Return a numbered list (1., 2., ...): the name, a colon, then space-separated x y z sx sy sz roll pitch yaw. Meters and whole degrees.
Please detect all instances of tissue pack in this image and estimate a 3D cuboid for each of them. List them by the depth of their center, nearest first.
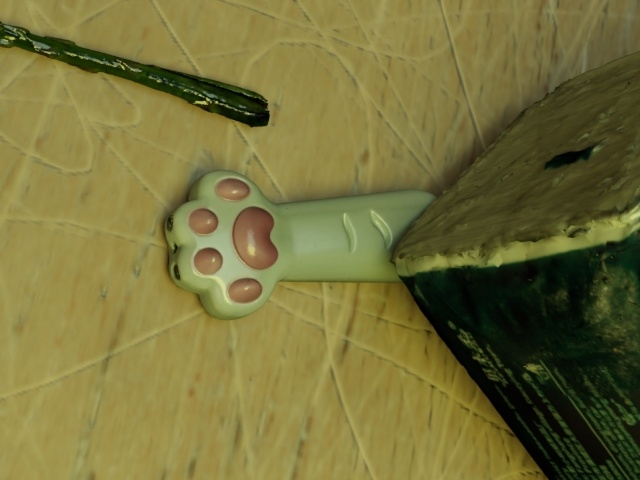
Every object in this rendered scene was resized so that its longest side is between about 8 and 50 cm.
1. tissue pack: 0.285 0.090 1.126 0.253 0.264 0.416 -44 105 -30

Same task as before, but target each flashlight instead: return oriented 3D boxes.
1. flashlight: 0.000 0.000 1.151 0.200 0.047 0.093 -2 79 -26

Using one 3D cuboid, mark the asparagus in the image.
1. asparagus: -0.137 -0.112 1.126 0.233 0.022 0.023 17 99 -24
